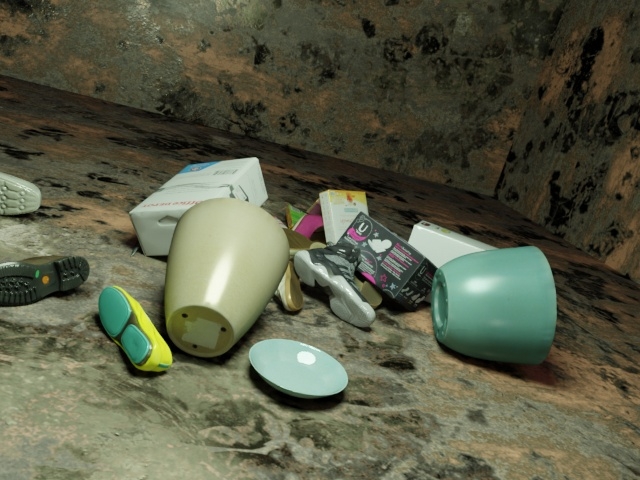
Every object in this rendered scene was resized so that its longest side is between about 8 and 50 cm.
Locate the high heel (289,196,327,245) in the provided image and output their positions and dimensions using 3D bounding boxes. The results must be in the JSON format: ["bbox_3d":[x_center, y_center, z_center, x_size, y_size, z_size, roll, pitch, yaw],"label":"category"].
[{"bbox_3d":[0.000,0.000,1.928,0.181,0.127,0.377,42,40,-2],"label":"high heel"}]

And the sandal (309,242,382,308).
[{"bbox_3d":[0.051,0.112,1.724,0.240,0.079,0.088,39,51,7],"label":"sandal"}]

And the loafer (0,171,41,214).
[{"bbox_3d":[-0.838,-0.141,1.560,0.319,0.112,0.111,14,25,-10],"label":"loafer"}]

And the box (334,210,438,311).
[{"bbox_3d":[0.187,0.056,1.769,0.247,0.142,0.163,40,3,35],"label":"box"}]

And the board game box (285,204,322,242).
[{"bbox_3d":[-0.051,-0.046,2.138,0.124,0.039,0.259,27,11,-15],"label":"board game box"}]

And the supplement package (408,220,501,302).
[{"bbox_3d":[0.375,0.083,1.881,0.262,0.204,0.145,22,14,14],"label":"supplement package"}]

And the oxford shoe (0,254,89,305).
[{"bbox_3d":[-0.567,0.073,1.228,0.096,0.082,0.227,6,7,33],"label":"oxford shoe"}]

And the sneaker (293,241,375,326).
[{"bbox_3d":[0.068,0.093,1.605,0.153,0.101,0.268,-29,56,-34],"label":"sneaker"}]

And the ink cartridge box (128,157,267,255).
[{"bbox_3d":[-0.301,-0.089,1.640,0.223,0.129,0.307,-2,28,22],"label":"ink cartridge box"}]

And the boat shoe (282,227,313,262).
[{"bbox_3d":[-0.144,0.037,1.687,0.302,0.098,0.109,-9,42,-46],"label":"boat shoe"}]

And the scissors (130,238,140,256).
[{"bbox_3d":[-0.470,-0.019,1.690,0.109,0.021,0.297,-6,26,16],"label":"scissors"}]

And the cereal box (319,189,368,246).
[{"bbox_3d":[0.085,-0.030,1.942,0.047,0.240,0.173,-15,-9,42],"label":"cereal box"}]

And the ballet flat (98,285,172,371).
[{"bbox_3d":[-0.335,0.165,1.169,0.077,0.077,0.231,31,5,-46],"label":"ballet flat"}]

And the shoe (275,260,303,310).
[{"bbox_3d":[-0.084,0.120,1.582,0.058,0.076,0.219,-27,19,7],"label":"shoe"}]

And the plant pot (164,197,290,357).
[{"bbox_3d":[-0.203,0.093,1.273,0.256,0.256,0.274,16,33,-5],"label":"plant pot"}]

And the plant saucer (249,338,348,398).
[{"bbox_3d":[-0.045,0.251,1.216,0.195,0.037,0.195,15,17,-5],"label":"plant saucer"}]

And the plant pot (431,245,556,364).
[{"bbox_3d":[0.404,0.158,1.573,0.235,0.293,0.293,1,18,-3],"label":"plant pot"}]

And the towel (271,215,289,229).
[{"bbox_3d":[-0.168,-0.037,2.053,0.144,0.029,0.197,7,22,-32],"label":"towel"}]
